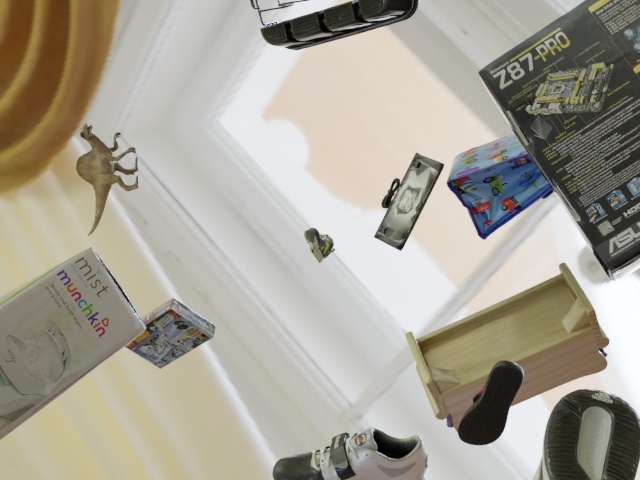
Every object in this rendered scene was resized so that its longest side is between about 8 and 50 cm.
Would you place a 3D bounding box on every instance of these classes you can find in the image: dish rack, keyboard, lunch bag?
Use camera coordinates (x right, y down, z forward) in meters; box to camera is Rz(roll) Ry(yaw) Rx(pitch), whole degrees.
[{"bbox_3d":[-0.011,-0.378,1.300,0.208,0.271,0.074,-9,10,33],"label":"dish rack"},{"bbox_3d":[0.161,-0.076,2.009,0.023,0.108,0.180,26,-88,-43],"label":"keyboard"},{"bbox_3d":[0.402,-0.155,2.033,0.293,0.138,0.221,-31,9,18],"label":"lunch bag"}]

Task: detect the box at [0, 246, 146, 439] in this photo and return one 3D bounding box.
[{"bbox_3d":[-0.371,0.140,1.271,0.231,0.126,0.262,-39,10,-35],"label":"box"}]

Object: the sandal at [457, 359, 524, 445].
[{"bbox_3d":[0.271,0.254,1.682,0.040,0.067,0.179,-66,-2,-59],"label":"sandal"}]

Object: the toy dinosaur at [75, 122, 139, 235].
[{"bbox_3d":[-0.321,-0.101,1.618,0.093,0.053,0.183,-3,-62,-6],"label":"toy dinosaur"}]

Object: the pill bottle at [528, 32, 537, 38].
[{"bbox_3d":[0.433,-0.321,2.048,0.087,0.160,0.087,-1,-39,-1],"label":"pill bottle"}]

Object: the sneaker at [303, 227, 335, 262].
[{"bbox_3d":[0.000,0.000,1.544,0.035,0.031,0.083,-34,-25,-9],"label":"sneaker"}]

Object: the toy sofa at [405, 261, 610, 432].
[{"bbox_3d":[0.364,0.211,2.083,0.363,0.150,0.177,-25,-50,4],"label":"toy sofa"}]

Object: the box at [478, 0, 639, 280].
[{"bbox_3d":[0.443,-0.184,1.320,0.395,0.318,0.097,-34,-18,10],"label":"box"}]

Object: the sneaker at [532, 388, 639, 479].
[{"bbox_3d":[0.323,0.445,1.435,0.257,0.169,0.447,85,-153,-50],"label":"sneaker"}]

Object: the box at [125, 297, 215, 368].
[{"bbox_3d":[-0.252,0.154,1.757,0.137,0.094,0.027,-31,36,32],"label":"box"}]

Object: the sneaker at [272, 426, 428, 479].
[{"bbox_3d":[0.063,0.452,2.257,0.331,0.122,0.146,-2,-57,-5],"label":"sneaker"}]
